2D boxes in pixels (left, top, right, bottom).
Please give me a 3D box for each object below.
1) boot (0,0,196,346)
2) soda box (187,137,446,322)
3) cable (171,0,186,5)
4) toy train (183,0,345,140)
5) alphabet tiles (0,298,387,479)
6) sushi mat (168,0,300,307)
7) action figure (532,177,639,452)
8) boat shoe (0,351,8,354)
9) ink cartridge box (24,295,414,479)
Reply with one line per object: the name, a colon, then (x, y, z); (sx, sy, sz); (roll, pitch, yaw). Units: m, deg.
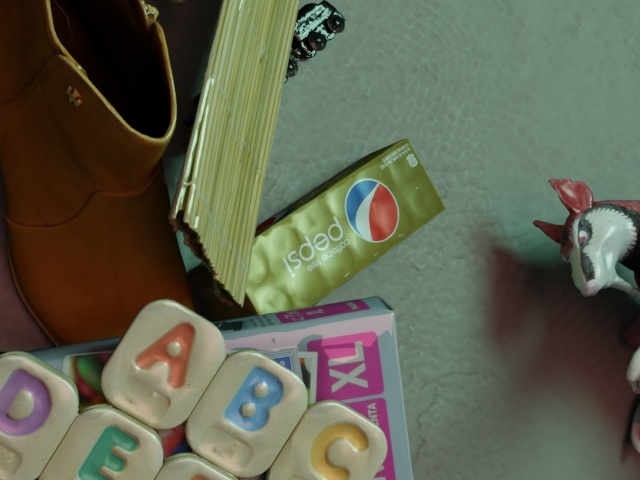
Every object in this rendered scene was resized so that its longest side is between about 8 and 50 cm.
boot: (-0.127, -0.032, 0.872); (0.104, 0.211, 0.295); (-28, 95, -26)
soda box: (0.000, 0.000, 1.003); (0.181, 0.058, 0.061); (-34, 98, -33)
cable: (-0.123, -0.303, 0.993); (0.139, 0.072, 0.287); (-36, 99, -30)
toy train: (-0.042, -0.119, 1.030); (0.036, 0.027, 0.158); (48, 65, -8)
alphabet tiles: (-0.096, 0.190, 0.836); (0.284, 0.021, 0.278); (32, 89, -10)
sushi mat: (-0.041, -0.125, 0.904); (0.019, 0.151, 0.316); (7, 69, 10)
action figure: (0.330, 0.042, 1.044); (0.370, 0.248, 0.275); (33, 83, 3)
boat shoe: (-0.140, 0.143, 0.930); (0.190, 0.068, 0.072); (29, 84, -11)
ink cartridge box: (-0.099, 0.149, 0.875); (0.311, 0.065, 0.185); (-8, 97, -6)
